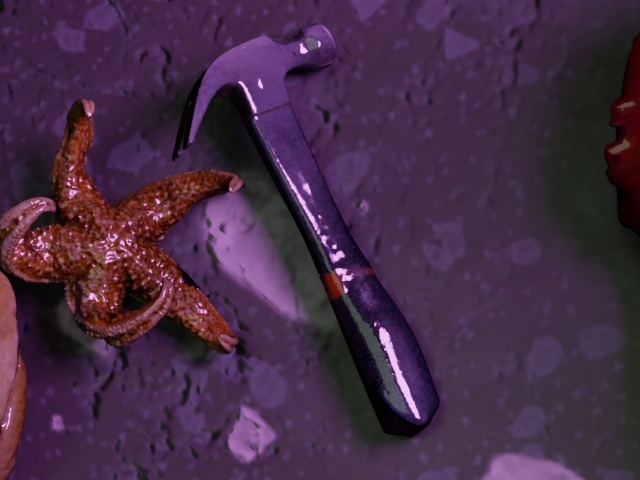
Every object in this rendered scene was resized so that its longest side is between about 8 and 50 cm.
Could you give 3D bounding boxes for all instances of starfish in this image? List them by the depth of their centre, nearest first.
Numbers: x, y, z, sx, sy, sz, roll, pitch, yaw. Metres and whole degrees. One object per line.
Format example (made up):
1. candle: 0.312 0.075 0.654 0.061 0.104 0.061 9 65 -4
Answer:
1. starfish: -0.123 0.000 1.235 0.190 0.074 0.146 39 72 -4

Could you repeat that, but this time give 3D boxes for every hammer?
1. hammer: 0.000 0.000 1.210 0.137 0.037 0.289 -21 82 -28

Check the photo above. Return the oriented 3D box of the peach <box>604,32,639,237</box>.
1. peach: 0.355 -0.075 1.014 0.310 0.406 0.335 -10 67 -17

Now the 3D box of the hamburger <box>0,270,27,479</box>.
1. hamburger: -0.312 0.067 1.242 0.309 0.132 0.211 43 94 17
